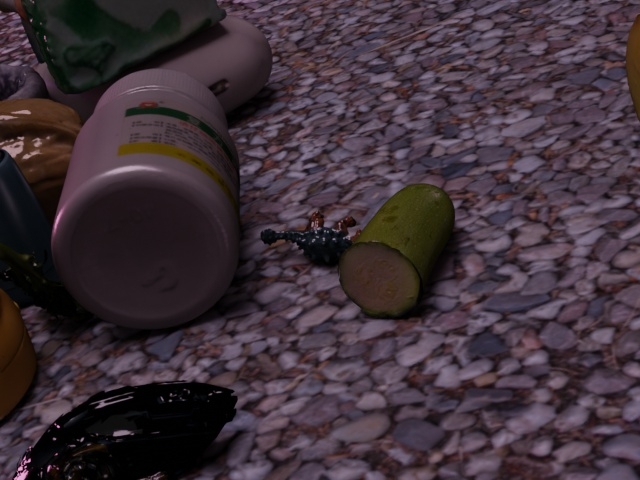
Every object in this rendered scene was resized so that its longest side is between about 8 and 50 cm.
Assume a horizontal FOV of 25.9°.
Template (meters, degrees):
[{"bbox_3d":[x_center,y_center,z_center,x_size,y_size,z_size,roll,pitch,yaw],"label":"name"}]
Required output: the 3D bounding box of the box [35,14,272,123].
[{"bbox_3d":[-0.257,-0.253,2.103,0.289,0.141,0.349,-35,32,-25],"label":"box"}]

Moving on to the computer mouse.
[{"bbox_3d":[-0.195,0.191,1.341,0.242,0.077,0.146,-22,30,-9],"label":"computer mouse"}]

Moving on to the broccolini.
[{"bbox_3d":[-0.365,0.016,1.572,0.123,0.271,0.062,2,64,35],"label":"broccolini"}]

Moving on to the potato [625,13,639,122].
[{"bbox_3d":[0.456,-0.184,1.561,0.158,0.178,0.203,-9,10,-19],"label":"potato"}]

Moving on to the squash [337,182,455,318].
[{"bbox_3d":[0.091,-0.002,1.515,0.095,0.095,0.188,-4,27,25],"label":"squash"}]

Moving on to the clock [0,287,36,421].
[{"bbox_3d":[-0.470,0.107,1.551,0.244,0.200,0.317,-38,42,-28],"label":"clock"}]

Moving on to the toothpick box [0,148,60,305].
[{"bbox_3d":[-0.399,-0.018,1.718,0.120,0.184,0.120,-15,28,8],"label":"toothpick box"}]

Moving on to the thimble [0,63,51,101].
[{"bbox_3d":[-0.496,-0.149,2.043,0.245,0.157,0.217,8,35,38],"label":"thimble"}]

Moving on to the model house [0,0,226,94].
[{"bbox_3d":[-0.346,-0.367,2.020,0.267,0.194,0.325,-32,29,-21],"label":"model house"}]

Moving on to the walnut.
[{"bbox_3d":[-0.407,-0.093,1.854,0.245,0.198,0.198,-15,28,5],"label":"walnut"}]

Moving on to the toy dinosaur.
[{"bbox_3d":[0.000,0.000,1.600,0.154,0.049,0.055,5,38,27],"label":"toy dinosaur"}]

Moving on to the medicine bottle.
[{"bbox_3d":[-0.198,-0.065,1.658,0.208,0.208,0.339,-15,28,5],"label":"medicine bottle"}]
